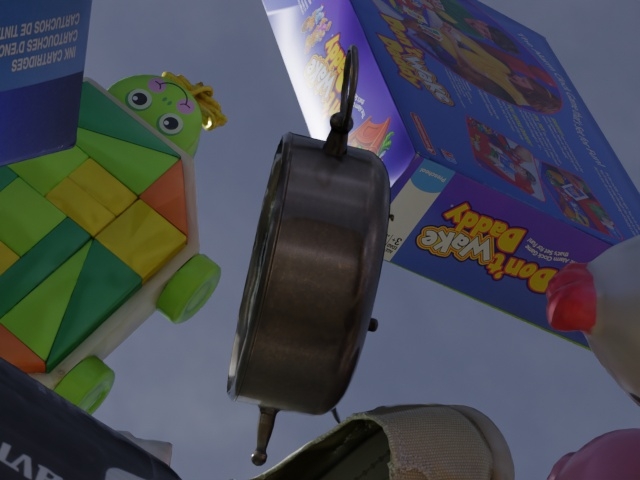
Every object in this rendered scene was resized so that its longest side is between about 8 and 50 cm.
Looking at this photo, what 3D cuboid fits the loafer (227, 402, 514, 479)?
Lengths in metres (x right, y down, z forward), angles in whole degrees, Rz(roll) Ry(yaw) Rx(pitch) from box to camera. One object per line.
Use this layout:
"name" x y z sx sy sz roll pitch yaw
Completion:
"loafer" -0.029 0.166 0.928 0.268 0.102 0.092 -44 -43 10

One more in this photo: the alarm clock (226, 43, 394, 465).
"alarm clock" 0.000 0.000 0.890 0.064 0.129 0.192 9 -66 -3

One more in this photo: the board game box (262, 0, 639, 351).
"board game box" 0.099 -0.080 1.349 0.233 0.347 0.078 24 -64 -26

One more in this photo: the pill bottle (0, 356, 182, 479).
"pill bottle" -0.128 0.094 0.592 0.245 0.130 0.130 35 -45 -19

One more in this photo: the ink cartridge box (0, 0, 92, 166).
"ink cartridge box" -0.249 -0.178 1.093 0.151 0.270 0.395 16 -73 20

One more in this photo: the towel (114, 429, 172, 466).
"towel" -0.242 0.224 0.763 0.374 0.090 0.321 2 -82 2

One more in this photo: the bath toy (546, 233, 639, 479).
"bath toy" 0.109 0.142 0.742 0.129 0.151 0.348 6 -63 -24

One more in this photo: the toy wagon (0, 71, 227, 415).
"toy wagon" -0.201 -0.029 1.418 0.267 0.344 0.068 39 -29 13
